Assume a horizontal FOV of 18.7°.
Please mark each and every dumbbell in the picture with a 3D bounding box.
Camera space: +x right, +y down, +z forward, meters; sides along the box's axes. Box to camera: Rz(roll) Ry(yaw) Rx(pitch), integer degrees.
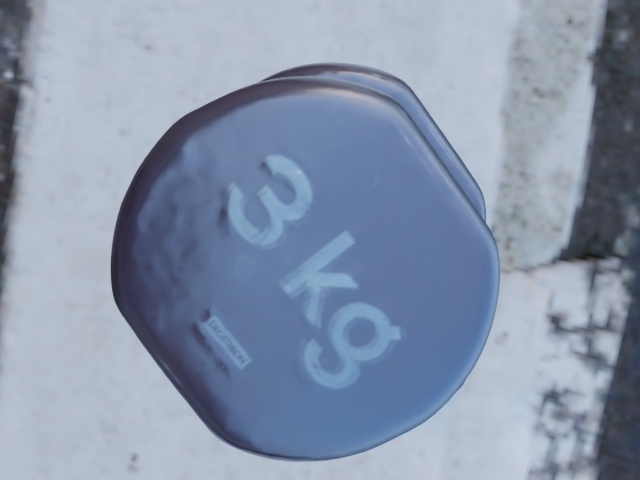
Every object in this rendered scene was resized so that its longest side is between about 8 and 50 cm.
[{"bbox_3d":[0.000,0.000,0.771,0.124,0.225,0.140,-35,94,6],"label":"dumbbell"}]
